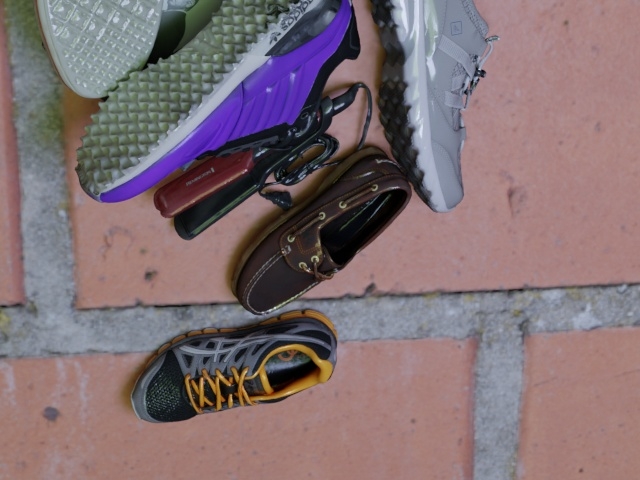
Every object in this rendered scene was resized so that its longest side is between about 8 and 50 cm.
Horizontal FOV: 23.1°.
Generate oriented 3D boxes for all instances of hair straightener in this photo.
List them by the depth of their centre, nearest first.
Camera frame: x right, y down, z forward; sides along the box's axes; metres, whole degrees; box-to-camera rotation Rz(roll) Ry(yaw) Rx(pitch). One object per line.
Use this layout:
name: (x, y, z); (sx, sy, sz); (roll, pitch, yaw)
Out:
hair straightener: (-0.044, -0.073, 1.496); (0.230, 0.047, 0.089); (-35, 139, -2)

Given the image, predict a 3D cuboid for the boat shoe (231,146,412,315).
boat shoe: (0.000, 0.000, 1.500); (0.207, 0.073, 0.073); (-46, 134, 11)

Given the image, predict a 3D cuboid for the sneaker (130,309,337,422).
sneaker: (-0.083, 0.130, 1.535); (0.215, 0.083, 0.084); (-21, 114, -1)

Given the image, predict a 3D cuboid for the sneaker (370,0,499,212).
sneaker: (0.118, -0.158, 1.454); (0.115, 0.105, 0.281); (-13, 115, -12)

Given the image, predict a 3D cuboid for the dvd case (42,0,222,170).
dvd case: (-0.108, -0.205, 1.433); (0.239, 0.029, 0.179); (-45, 112, 7)

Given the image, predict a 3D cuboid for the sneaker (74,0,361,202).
sneaker: (-0.075, -0.115, 1.389); (0.293, 0.102, 0.146); (-42, 134, -3)

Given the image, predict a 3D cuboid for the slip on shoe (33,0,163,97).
slip on shoe: (-0.213, -0.286, 1.342); (0.123, 0.101, 0.331); (-19, 111, -26)
